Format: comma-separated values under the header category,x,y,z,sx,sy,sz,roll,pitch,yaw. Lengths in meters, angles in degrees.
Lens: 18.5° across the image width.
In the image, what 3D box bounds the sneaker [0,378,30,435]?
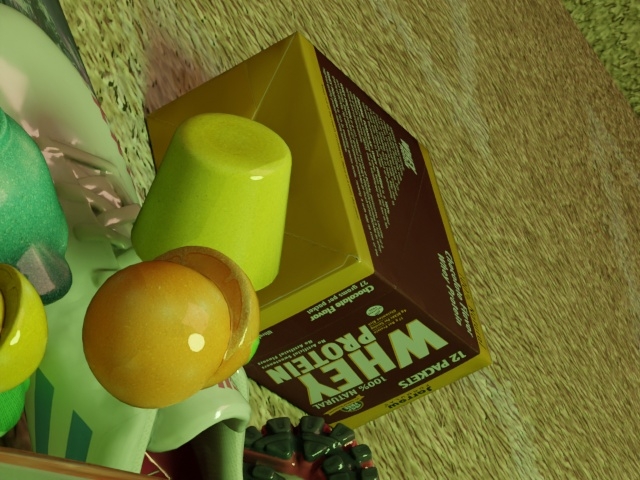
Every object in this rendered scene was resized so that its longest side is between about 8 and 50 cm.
category,x,y,z,sx,sy,sz,roll,pitch,yaw
sneaker,-0.200,0.108,0.782,0.295,0.109,0.123,-40,125,-72

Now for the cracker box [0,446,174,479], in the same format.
category,x,y,z,sx,sy,sz,roll,pitch,yaw
cracker box,-0.108,0.187,0.650,0.067,0.156,0.232,17,81,-64

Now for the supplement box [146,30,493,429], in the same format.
category,x,y,z,sx,sy,sz,roll,pitch,yaw
supplement box,0.000,0.000,1.359,0.194,0.129,0.191,37,32,-51

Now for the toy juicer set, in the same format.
category,x,y,z,sx,sy,sz,roll,pitch,yaw
toy juicer set,-0.174,0.001,0.804,0.329,0.089,0.209,13,32,-8

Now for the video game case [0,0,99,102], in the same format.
category,x,y,z,sx,sy,sz,roll,pitch,yaw
video game case,-0.155,-0.082,1.149,0.196,0.026,0.274,53,14,-76

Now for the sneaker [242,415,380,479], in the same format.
category,x,y,z,sx,sy,sz,roll,pitch,yaw
sneaker,0.000,0.245,1.076,0.112,0.121,0.299,88,3,-50

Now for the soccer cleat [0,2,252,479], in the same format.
category,x,y,z,sx,sy,sz,roll,pitch,yaw
soccer cleat,-0.097,0.034,0.943,0.116,0.143,0.331,-23,98,-41
